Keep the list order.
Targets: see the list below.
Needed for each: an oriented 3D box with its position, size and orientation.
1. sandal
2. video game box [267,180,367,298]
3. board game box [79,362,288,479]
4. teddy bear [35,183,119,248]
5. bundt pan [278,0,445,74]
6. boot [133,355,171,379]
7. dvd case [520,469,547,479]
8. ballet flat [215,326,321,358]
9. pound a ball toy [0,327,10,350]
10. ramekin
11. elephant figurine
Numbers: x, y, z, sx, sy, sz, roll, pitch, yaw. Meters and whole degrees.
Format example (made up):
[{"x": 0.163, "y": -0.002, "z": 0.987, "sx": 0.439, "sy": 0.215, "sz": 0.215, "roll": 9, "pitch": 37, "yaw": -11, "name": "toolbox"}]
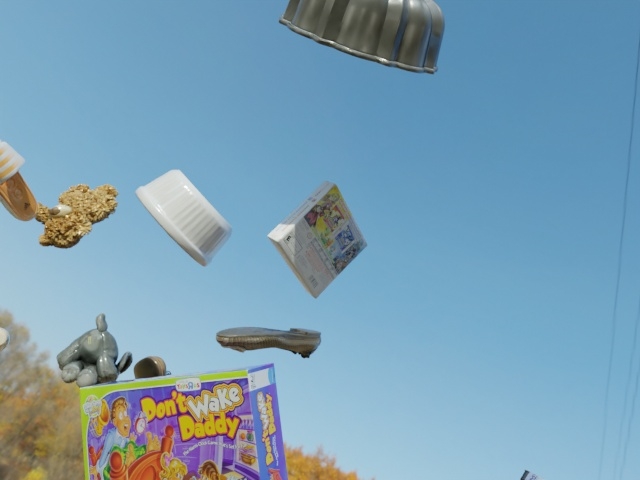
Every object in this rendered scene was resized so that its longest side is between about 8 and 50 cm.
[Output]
[{"x": -0.705, "y": -0.152, "z": 1.179, "sx": 0.076, "sy": 0.102, "sz": 0.265, "roll": 1, "pitch": -42, "yaw": 17, "name": "sandal"}, {"x": 0.000, "y": 0.000, "z": 1.173, "sx": 0.048, "sy": 0.187, "sz": 0.205, "roll": 30, "pitch": -22, "yaw": 47, "name": "video game box"}, {"x": -0.225, "y": 0.333, "z": 0.826, "sx": 0.347, "sy": 0.233, "sz": 0.078, "roll": -13, "pitch": -10, "yaw": 24, "name": "board game box"}, {"x": -0.763, "y": -0.105, "z": 1.626, "sx": 0.245, "sy": 0.338, "sz": 0.113, "roll": 14, "pitch": -60, "yaw": 9, "name": "teddy bear"}, {"x": 0.091, "y": -0.435, "z": 0.993, "sx": 0.331, "sy": 0.331, "sz": 0.124, "roll": 23, "pitch": -61, "yaw": 9, "name": "bundt pan"}, {"x": -0.489, "y": 0.419, "z": 1.566, "sx": 0.112, "sy": 0.115, "sz": 0.305, "roll": 50, "pitch": -40, "yaw": 20, "name": "boot"}, {"x": 0.400, "y": 0.408, "z": 0.669, "sx": 0.253, "sy": 0.022, "sz": 0.180, "roll": 9, "pitch": -41, "yaw": 54, "name": "dvd case"}, {"x": -0.092, "y": 0.197, "z": 0.988, "sx": 0.084, "sy": 0.058, "sz": 0.250, "roll": 7, "pitch": -3, "yaw": 42, "name": "ballet flat"}, {"x": -0.748, "y": 0.245, "z": 0.920, "sx": 0.319, "sy": 0.208, "sz": 0.136, "roll": 12, "pitch": -20, "yaw": -22, "name": "pound a ball toy"}, {"x": -0.352, "y": -0.069, "z": 1.385, "sx": 0.273, "sy": 0.127, "sz": 0.273, "roll": 47, "pitch": -6, "yaw": 6, "name": "ramekin"}, {"x": -0.607, "y": 0.351, "z": 1.424, "sx": 0.169, "sy": 0.186, "sz": 0.239, "roll": 50, "pitch": -19, "yaw": 21, "name": "elephant figurine"}]
